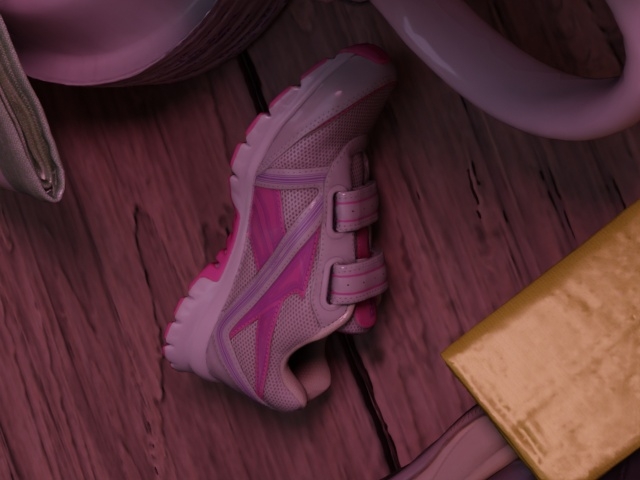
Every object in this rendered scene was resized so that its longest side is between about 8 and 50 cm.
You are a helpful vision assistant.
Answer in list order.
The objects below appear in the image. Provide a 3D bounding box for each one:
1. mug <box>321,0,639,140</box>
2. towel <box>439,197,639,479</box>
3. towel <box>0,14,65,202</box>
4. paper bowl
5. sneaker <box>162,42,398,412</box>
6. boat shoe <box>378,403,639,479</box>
[{"bbox_3d":[0.039,-0.204,0.587,0.374,0.276,0.328,55,160,-15],"label":"mug"},{"bbox_3d":[0.185,0.026,0.672,0.237,0.021,0.102,-37,73,-3],"label":"towel"},{"bbox_3d":[-0.273,-0.154,0.837,0.325,0.038,0.247,13,128,56],"label":"towel"},{"bbox_3d":[-0.149,-0.239,0.815,0.284,0.148,0.284,4,98,28],"label":"paper bowl"},{"bbox_3d":[0.000,0.000,0.800,0.111,0.103,0.252,32,118,18],"label":"sneaker"},{"bbox_3d":[0.071,0.194,0.763,0.355,0.132,0.130,-42,76,29],"label":"boat shoe"}]
